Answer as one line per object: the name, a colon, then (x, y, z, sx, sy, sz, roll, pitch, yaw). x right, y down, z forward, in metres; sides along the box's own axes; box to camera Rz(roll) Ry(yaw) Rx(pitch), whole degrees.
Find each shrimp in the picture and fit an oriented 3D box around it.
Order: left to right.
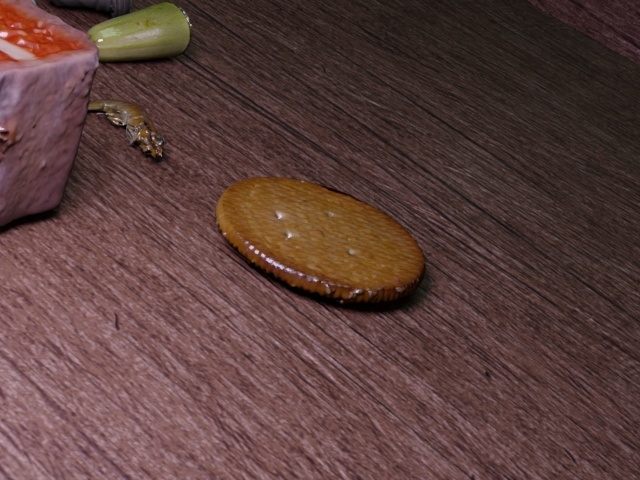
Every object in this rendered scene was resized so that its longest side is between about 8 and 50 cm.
shrimp: (-0.290, -0.165, 1.881, 0.124, 0.034, 0.178, 3, 30, -28)

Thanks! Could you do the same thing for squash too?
squash: (-0.319, -0.323, 2.119, 0.094, 0.094, 0.224, 38, 38, 29)

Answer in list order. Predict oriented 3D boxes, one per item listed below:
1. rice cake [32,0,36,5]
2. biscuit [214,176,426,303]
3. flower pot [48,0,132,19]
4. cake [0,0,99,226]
rice cake: (-0.431, -0.287, 1.967, 0.066, 0.063, 0.336, 0, 31, -26)
biscuit: (0.000, 0.000, 1.788, 0.305, 0.038, 0.305, 17, 25, -8)
flower pot: (-0.403, -0.474, 2.215, 0.140, 0.235, 0.235, -14, 37, -14)
cake: (-0.444, -0.174, 1.559, 0.309, 0.230, 0.237, 33, 27, 22)
